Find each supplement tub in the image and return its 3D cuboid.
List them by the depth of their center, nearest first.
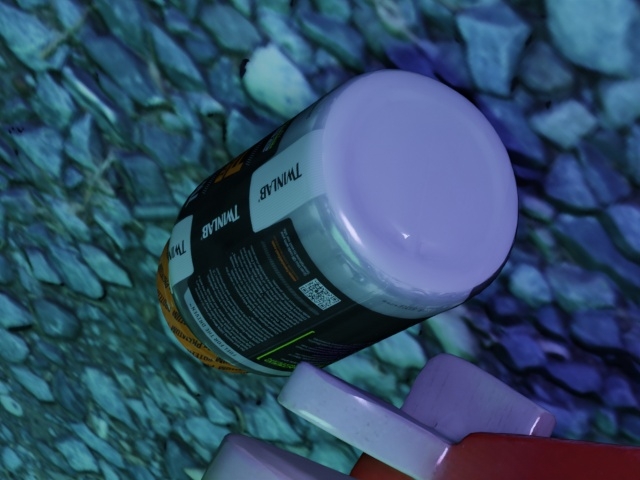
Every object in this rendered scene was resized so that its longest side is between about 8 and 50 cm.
[{"bbox_3d":[0.000,0.000,0.883,0.117,0.117,0.190,49,144,-9],"label":"supplement tub"}]

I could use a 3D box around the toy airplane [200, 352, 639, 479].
[{"bbox_3d":[0.130,0.183,0.787,0.386,0.272,0.384,14,165,0],"label":"toy airplane"}]
